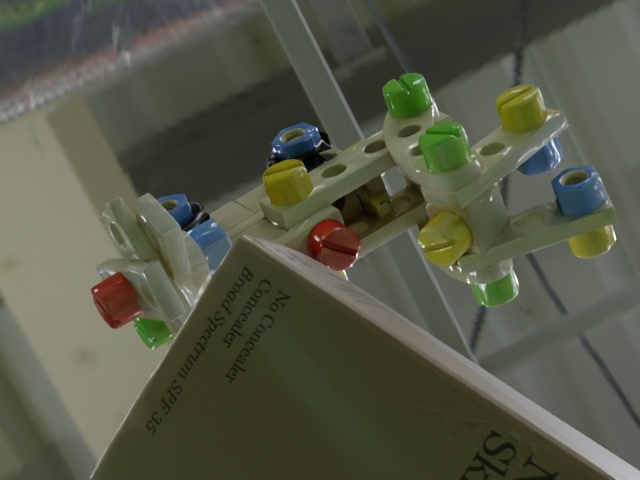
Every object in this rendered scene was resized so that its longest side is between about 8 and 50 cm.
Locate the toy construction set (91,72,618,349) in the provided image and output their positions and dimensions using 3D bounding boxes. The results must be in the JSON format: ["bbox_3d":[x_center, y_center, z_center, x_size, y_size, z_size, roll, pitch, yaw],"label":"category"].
[{"bbox_3d":[0.000,0.000,1.236,0.327,0.215,0.151,-17,-66,-24],"label":"toy construction set"}]

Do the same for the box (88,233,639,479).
[{"bbox_3d":[0.067,0.140,0.908,0.311,0.121,0.148,31,-88,19],"label":"box"}]
